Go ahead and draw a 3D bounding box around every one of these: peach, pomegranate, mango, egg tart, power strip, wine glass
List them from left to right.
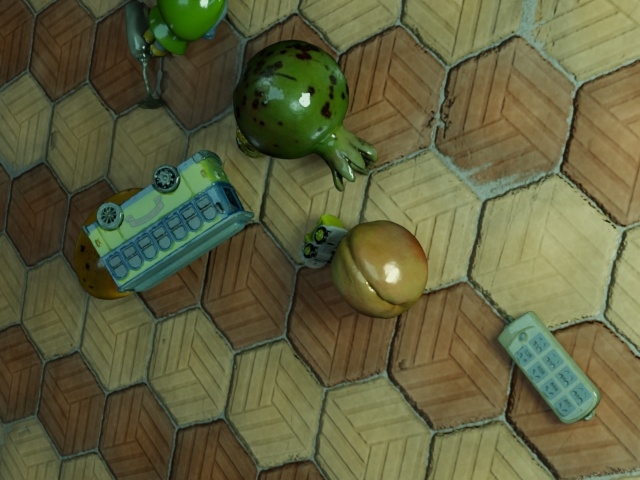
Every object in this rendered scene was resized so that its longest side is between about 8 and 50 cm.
[{"bbox_3d":[-0.463,-0.003,1.973,0.191,0.160,0.290,46,110,35],"label":"mango"},{"bbox_3d":[-0.414,-0.438,1.994,0.074,0.074,0.262,-18,78,34],"label":"wine glass"},{"bbox_3d":[-0.134,-0.237,1.805,0.130,0.052,0.130,-2,86,33],"label":"egg tart"},{"bbox_3d":[-0.027,-0.242,1.620,0.306,0.242,0.242,40,111,26],"label":"pomegranate"},{"bbox_3d":[0.110,0.056,1.560,0.184,0.184,0.184,0,89,35],"label":"peach"},{"bbox_3d":[0.383,0.210,1.450,0.080,0.029,0.227,-48,64,25],"label":"power strip"}]

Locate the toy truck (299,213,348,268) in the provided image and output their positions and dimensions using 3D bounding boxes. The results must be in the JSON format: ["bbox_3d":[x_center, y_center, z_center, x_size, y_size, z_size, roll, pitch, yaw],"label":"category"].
[{"bbox_3d":[0.000,0.000,1.700,0.111,0.076,0.077,-50,46,26],"label":"toy truck"}]

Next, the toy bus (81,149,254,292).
[{"bbox_3d":[-0.317,-0.039,1.796,0.312,0.152,0.190,-33,84,7],"label":"toy bus"}]

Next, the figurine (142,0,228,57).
[{"bbox_3d":[-0.305,-0.500,1.881,0.263,0.143,0.162,-31,76,43],"label":"figurine"}]
